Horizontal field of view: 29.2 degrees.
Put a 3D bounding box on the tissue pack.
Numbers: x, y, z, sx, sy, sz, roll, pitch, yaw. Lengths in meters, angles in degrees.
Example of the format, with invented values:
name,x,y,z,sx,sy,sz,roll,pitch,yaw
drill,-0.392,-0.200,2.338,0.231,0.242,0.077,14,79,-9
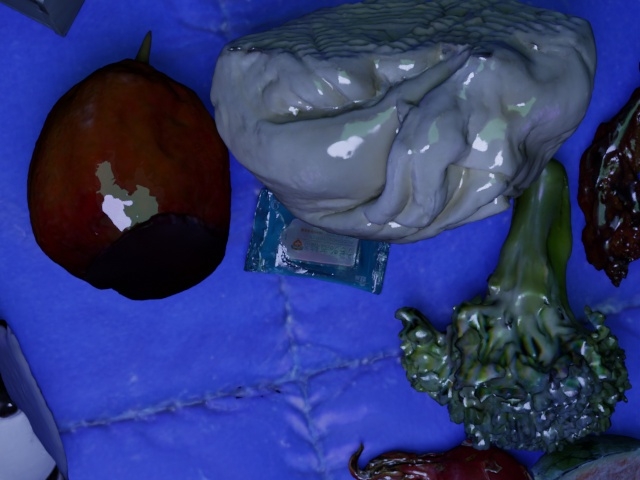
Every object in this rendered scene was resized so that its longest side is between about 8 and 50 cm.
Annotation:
name,x,y,z,sx,sy,sz,roll,pitch,yaw
tissue pack,0.000,0.000,1.187,0.138,0.028,0.085,11,89,-9

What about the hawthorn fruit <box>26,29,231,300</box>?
name,x,y,z,sx,sy,sz,roll,pitch,yaw
hawthorn fruit,-0.169,-0.074,1.100,0.190,0.189,0.251,2,82,-4

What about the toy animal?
name,x,y,z,sx,sy,sz,roll,pitch,yaw
toy animal,-0.354,0.185,1.074,0.235,0.165,0.187,-29,132,-10

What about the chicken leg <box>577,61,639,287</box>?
name,x,y,z,sx,sy,sz,roll,pitch,yaw
chicken leg,0.292,-0.064,1.189,0.048,0.090,0.219,9,83,-46

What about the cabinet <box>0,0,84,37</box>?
name,x,y,z,sx,sy,sz,roll,pitch,yaw
cabinet,-0.300,-0.312,1.123,0.206,0.145,0.150,27,86,-2

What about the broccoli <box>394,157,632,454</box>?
name,x,y,z,sx,sy,sz,roll,pitch,yaw
broccoli,0.168,0.068,1.153,0.199,0.177,0.274,-19,62,13

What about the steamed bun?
name,x,y,z,sx,sy,sz,roll,pitch,yaw
steamed bun,0.078,-0.101,1.096,0.320,0.275,0.206,8,119,21

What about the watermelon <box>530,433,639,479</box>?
name,x,y,z,sx,sy,sz,roll,pitch,yaw
watermelon,0.254,0.239,1.160,0.187,0.071,0.139,2,112,-32

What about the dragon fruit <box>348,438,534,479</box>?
name,x,y,z,sx,sy,sz,roll,pitch,yaw
dragon fruit,0.122,0.225,1.155,0.191,0.094,0.094,21,85,6
